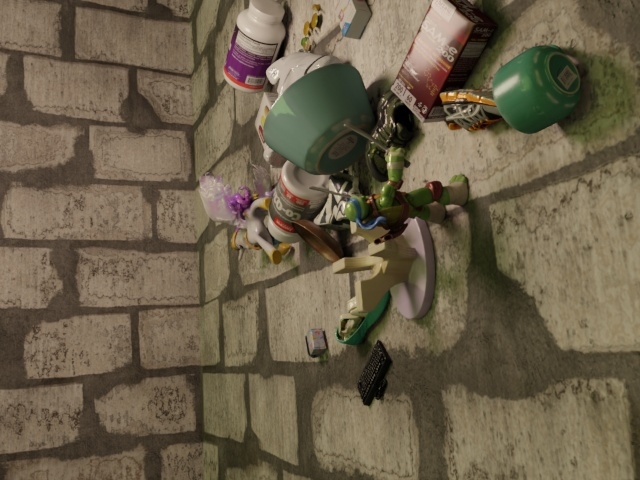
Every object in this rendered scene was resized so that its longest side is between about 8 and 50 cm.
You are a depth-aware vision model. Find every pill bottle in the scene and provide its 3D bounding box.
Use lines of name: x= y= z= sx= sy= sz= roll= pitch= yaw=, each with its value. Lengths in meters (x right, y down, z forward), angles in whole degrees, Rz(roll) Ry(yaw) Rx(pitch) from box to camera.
pill bottle: x=-0.238 y=-0.715 z=2.272 sx=0.323 sy=0.181 sz=0.182 roll=118 pitch=144 yaw=-43
pill bottle: x=-0.070 y=-0.117 z=1.905 sx=0.283 sy=0.161 sz=0.161 roll=117 pitch=145 yaw=-54

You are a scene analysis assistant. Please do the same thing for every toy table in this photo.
toy table: x=0.152 y=0.044 z=1.444 sx=0.252 sy=0.160 sz=0.275 roll=132 pitch=134 yaw=-54

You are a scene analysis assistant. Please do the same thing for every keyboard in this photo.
keyboard: x=0.139 y=0.357 z=1.618 sx=0.108 sy=0.023 sz=0.180 roll=-118 pitch=37 yaw=-46

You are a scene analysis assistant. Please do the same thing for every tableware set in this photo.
tableware set: x=-0.029 y=-0.690 z=2.016 sx=0.104 sy=0.024 sz=0.154 roll=-113 pitch=33 yaw=-47

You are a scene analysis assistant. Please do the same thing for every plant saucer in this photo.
plant saucer: x=0.000 y=0.000 z=1.792 sx=0.036 sy=0.198 sz=0.198 roll=-49 pitch=25 yaw=-10

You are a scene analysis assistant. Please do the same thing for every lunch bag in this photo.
lunch bag: x=-0.019 y=0.320 z=1.920 sx=0.083 sy=0.053 sz=0.071 roll=115 pitch=148 yaw=-57

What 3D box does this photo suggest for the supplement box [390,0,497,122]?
supplement box: x=0.254 y=-0.384 z=1.311 sx=0.130 sy=0.073 sz=0.239 roll=54 pitch=138 yaw=30

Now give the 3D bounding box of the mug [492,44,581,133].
mug: x=0.366 y=-0.269 z=1.033 sx=0.097 sy=0.129 sz=0.158 roll=-28 pitch=64 yaw=58

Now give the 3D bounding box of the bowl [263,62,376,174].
bowl: x=0.022 y=-0.289 z=1.626 sx=0.163 sy=0.311 sz=0.312 roll=56 pitch=142 yaw=21

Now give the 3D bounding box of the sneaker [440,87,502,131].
sneaker: x=0.315 y=-0.254 z=1.214 sx=0.215 sy=0.084 sz=0.083 roll=-147 pitch=48 yaw=-65

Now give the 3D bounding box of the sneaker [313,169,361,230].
sneaker: x=0.053 y=-0.117 z=1.746 sx=0.235 sy=0.094 sz=0.153 roll=152 pitch=125 yaw=-71

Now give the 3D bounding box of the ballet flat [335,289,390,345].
ballet flat: x=0.101 y=0.196 z=1.629 sx=0.247 sy=0.087 sz=0.083 roll=115 pitch=146 yaw=-40

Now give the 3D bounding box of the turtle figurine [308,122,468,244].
turtle figurine: x=0.155 y=-0.123 z=1.314 sx=0.275 sy=0.266 sz=0.198 roll=-124 pitch=43 yaw=-50

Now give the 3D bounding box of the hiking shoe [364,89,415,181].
hiking shoe: x=0.172 y=-0.248 z=1.495 sx=0.114 sy=0.086 sz=0.227 roll=-143 pitch=59 yaw=-64

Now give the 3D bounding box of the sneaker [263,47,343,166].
sneaker: x=-0.088 y=-0.408 z=1.865 sx=0.210 sy=0.137 sz=0.366 roll=39 pitch=101 yaw=41

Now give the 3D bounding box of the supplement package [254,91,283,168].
supplement package: x=-0.116 y=-0.363 z=2.053 sx=0.244 sy=0.133 sz=0.139 roll=-113 pitch=35 yaw=-41

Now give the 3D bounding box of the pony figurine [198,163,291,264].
pony figurine: x=-0.241 y=-0.088 z=2.197 sx=0.363 sy=0.302 sz=0.351 roll=6 pitch=106 yaw=54

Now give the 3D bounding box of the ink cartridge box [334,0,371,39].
ink cartridge box: x=0.087 y=-0.638 z=1.729 sx=0.089 sy=0.052 sz=0.123 roll=121 pitch=143 yaw=-47
